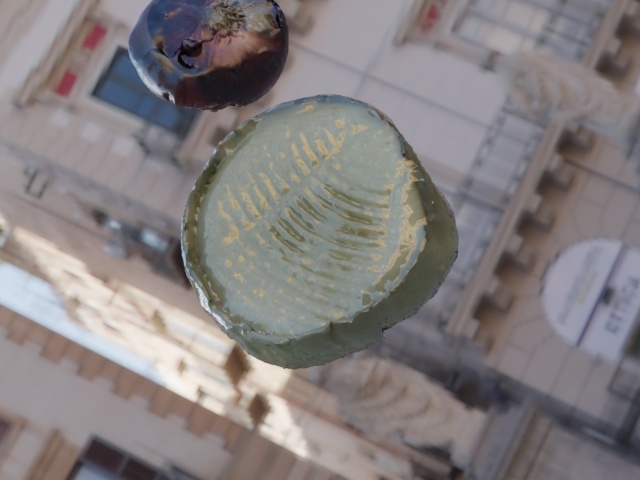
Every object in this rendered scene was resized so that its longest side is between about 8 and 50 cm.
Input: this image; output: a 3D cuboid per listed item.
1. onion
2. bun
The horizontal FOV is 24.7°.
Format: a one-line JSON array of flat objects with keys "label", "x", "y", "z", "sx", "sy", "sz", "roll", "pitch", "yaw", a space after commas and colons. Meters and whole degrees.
[{"label": "onion", "x": -0.188, "y": -0.313, "z": 2.494, "sx": 0.272, "sy": 0.272, "sz": 0.195, "roll": -57, "pitch": -20, "yaw": -28}, {"label": "bun", "x": 0.000, "y": 0.000, "z": 1.345, "sx": 0.259, "sy": 0.259, "sz": 0.152, "roll": -63, "pitch": -27, "yaw": -9}]
